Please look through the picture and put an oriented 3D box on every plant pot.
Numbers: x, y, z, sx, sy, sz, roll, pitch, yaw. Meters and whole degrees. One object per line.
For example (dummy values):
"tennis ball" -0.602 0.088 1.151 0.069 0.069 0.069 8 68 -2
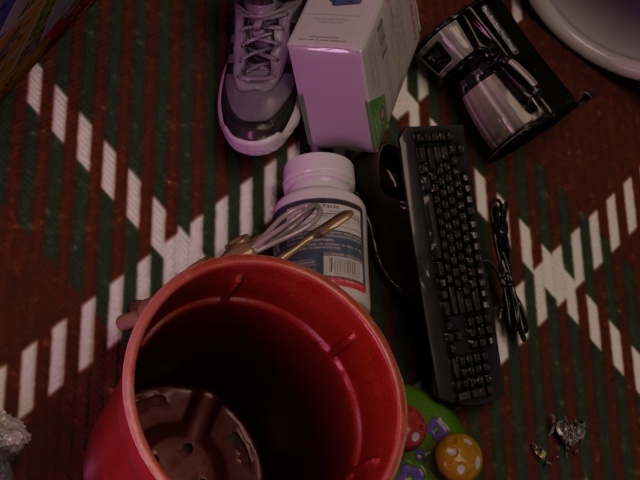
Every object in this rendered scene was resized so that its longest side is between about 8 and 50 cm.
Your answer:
"plant pot" -0.097 0.190 1.458 0.272 0.265 0.272 11 62 -21

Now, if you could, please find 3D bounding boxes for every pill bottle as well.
"pill bottle" 0.000 0.000 1.690 0.108 0.108 0.180 10 63 -22

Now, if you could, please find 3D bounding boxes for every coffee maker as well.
"coffee maker" 0.226 -0.209 1.910 0.178 0.120 0.171 56 33 6

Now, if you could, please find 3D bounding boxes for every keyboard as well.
"keyboard" 0.173 0.025 1.741 0.201 0.033 0.317 -7 88 -52

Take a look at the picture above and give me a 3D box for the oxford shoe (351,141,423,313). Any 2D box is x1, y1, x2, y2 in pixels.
"oxford shoe" 0.106 -0.010 1.755 0.082 0.096 0.227 -25 81 -35

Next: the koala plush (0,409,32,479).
"koala plush" -0.374 0.203 1.396 0.221 0.203 0.196 27 65 -37

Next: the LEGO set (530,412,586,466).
"LEGO set" 0.282 0.229 1.768 0.054 0.023 0.083 41 56 -3

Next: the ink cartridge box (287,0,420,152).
"ink cartridge box" 0.044 -0.230 1.768 0.093 0.154 0.212 7 48 19

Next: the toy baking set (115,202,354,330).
"toy baking set" -0.094 0.021 1.562 0.197 0.256 0.030 -44 109 -46

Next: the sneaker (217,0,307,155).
"sneaker" -0.069 -0.237 1.731 0.101 0.153 0.269 3 58 10

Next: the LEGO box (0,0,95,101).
"LEGO box" -0.317 -0.313 1.450 0.193 0.500 0.372 38 57 -5

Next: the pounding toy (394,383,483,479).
"pounding toy" 0.112 0.251 1.623 0.183 0.110 0.237 -6 69 -28

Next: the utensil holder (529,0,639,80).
"utensil holder" 0.483 -0.450 2.017 0.327 0.327 0.385 38 53 -5
